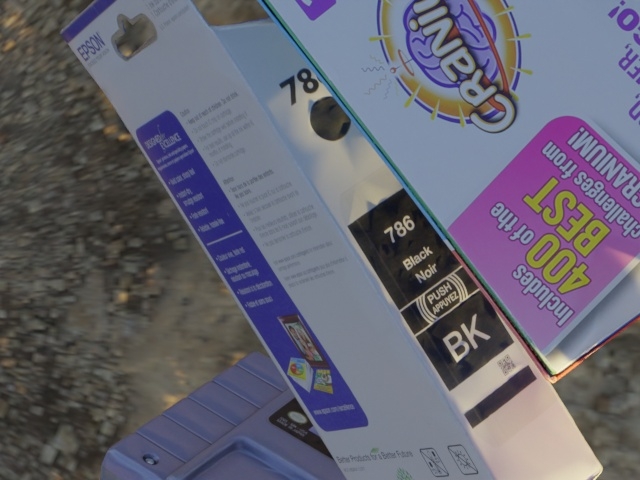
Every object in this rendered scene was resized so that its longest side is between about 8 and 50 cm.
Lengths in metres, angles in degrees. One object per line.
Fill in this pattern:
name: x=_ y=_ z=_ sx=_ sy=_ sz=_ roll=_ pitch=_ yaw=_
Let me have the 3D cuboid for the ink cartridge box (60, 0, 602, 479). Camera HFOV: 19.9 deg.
ink cartridge box: x=0.000 y=0.000 z=0.934 sx=0.065 sy=0.165 sz=0.333 roll=-36 pitch=98 yaw=-24

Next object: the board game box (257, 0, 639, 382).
board game box: x=0.151 y=-0.130 z=0.780 sx=0.316 sy=0.064 sz=0.242 roll=-37 pitch=97 yaw=7

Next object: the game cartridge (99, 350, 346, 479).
game cartridge: x=0.029 y=0.220 z=1.464 sx=0.355 sy=0.068 sz=0.230 roll=28 pitch=35 yaw=20
